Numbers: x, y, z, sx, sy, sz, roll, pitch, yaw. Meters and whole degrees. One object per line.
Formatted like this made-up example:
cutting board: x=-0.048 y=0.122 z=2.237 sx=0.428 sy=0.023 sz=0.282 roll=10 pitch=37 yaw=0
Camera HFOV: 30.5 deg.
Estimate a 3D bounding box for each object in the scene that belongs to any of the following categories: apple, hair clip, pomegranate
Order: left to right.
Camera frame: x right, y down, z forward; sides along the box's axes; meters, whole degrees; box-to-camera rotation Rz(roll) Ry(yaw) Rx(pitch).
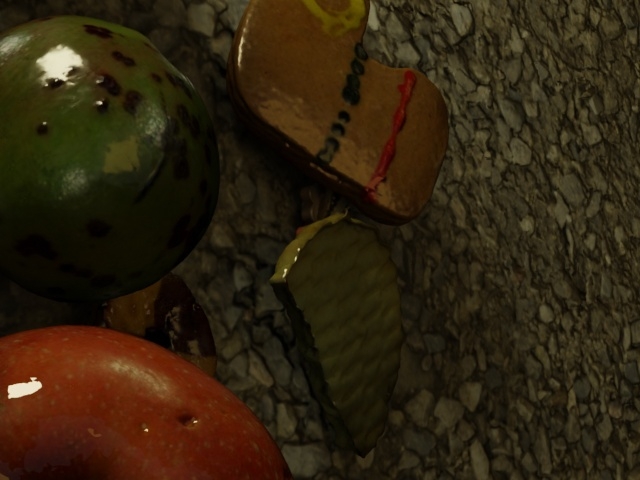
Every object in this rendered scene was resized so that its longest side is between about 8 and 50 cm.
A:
pomegranate: x=-0.216 y=-0.040 z=0.912 sx=0.306 sy=0.242 sz=0.242 roll=-47 pitch=115 yaw=-39
apple: x=-0.174 y=0.235 z=0.841 sx=0.348 sy=0.277 sz=0.348 roll=4 pitch=70 yaw=-10
hair clip: x=-0.006 y=-0.001 z=1.244 sx=0.214 sy=0.056 sz=0.062 roll=-69 pitch=154 yaw=-21

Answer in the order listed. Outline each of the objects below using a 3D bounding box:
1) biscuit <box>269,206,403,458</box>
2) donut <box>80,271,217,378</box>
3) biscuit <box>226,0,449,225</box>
biscuit: x=0.032 y=0.080 z=1.230 sx=0.187 sy=0.036 sz=0.273 roll=-51 pitch=134 yaw=-40
donut: x=-0.160 y=0.097 z=1.067 sx=0.140 sy=0.059 sz=0.140 roll=11 pitch=74 yaw=-42
biscuit: x=0.037 y=-0.175 z=1.263 sx=0.277 sy=0.052 sz=0.262 roll=37 pitch=56 yaw=-14
